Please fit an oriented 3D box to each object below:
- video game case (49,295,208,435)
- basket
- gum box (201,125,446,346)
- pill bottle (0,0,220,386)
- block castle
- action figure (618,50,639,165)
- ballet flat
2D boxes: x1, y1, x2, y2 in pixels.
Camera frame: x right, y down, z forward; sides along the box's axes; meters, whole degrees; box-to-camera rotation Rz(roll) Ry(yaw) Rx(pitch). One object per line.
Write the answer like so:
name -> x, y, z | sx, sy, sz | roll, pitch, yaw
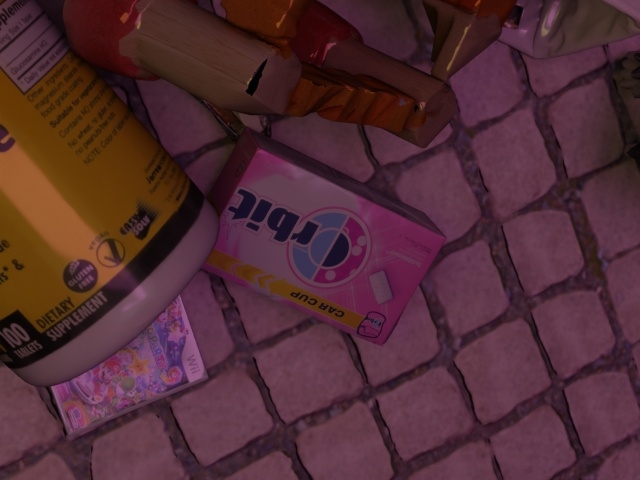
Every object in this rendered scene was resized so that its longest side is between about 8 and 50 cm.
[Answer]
video game case -> -0.159, 0.093, 1.035 | 0.122, 0.011, 0.087 | -21, 101, -19
basket -> 0.200, -0.228, 1.076 | 0.113, 0.167, 0.103 | 24, 78, -21
gum box -> 0.000, 0.000, 1.048 | 0.188, 0.062, 0.107 | 25, 104, -21
pill bottle -> -0.241, -0.074, 0.898 | 0.188, 0.188, 0.334 | -44, 107, -13
block castle -> 0.022, -0.304, 0.900 | 0.303, 0.213, 0.453 | 1, 115, -57
action figure -> 0.346, -0.100, 1.156 | 0.276, 0.141, 0.164 | -25, 104, -34
ballet flat -> -0.078, -0.119, 1.038 | 0.041, 0.041, 0.114 | -45, 107, -13
